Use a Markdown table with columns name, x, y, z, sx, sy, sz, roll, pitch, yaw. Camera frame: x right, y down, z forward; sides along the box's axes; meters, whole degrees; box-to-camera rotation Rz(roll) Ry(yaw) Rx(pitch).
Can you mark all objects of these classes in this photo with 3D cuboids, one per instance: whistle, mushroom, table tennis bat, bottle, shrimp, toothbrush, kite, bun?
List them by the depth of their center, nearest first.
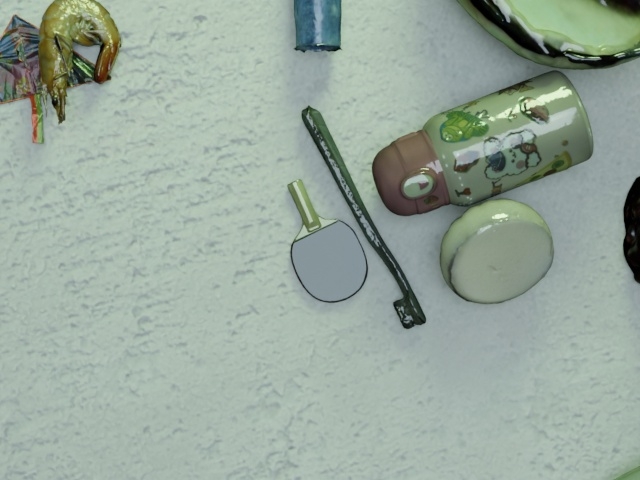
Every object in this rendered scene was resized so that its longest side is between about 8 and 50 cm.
| name | x | y | z | sx | sy | sz | roll | pitch | yaw |
| --- | --- | --- | --- | --- | --- | --- | --- | --- | --- |
| bottle | 0.185 | -0.105 | 1.752 | 0.253 | 0.120 | 0.120 | -22 | 91 | -3 |
| mushroom | 0.262 | -0.339 | 1.761 | 0.344 | 0.130 | 0.247 | 39 | 72 | -3 |
| bun | 0.202 | 0.001 | 1.765 | 0.138 | 0.094 | 0.138 | -9 | 132 | -10 |
| shrimp | -0.288 | -0.214 | 1.768 | 0.095 | 0.045 | 0.162 | 5 | 77 | -27 |
| whistle | -0.006 | -0.378 | 1.773 | 0.062 | 0.062 | 0.304 | -1 | 89 | -3 |
| kite | -0.348 | -0.194 | 1.780 | 0.190 | 0.010 | 0.159 | -15 | 91 | -2 |
| toothbrush | 0.049 | -0.028 | 1.789 | 0.031 | 0.030 | 0.297 | -27 | 91 | 7 |
| table tennis bat | 0.000 | 0.000 | 1.794 | 0.087 | 0.013 | 0.156 | -24 | 91 | -2 |

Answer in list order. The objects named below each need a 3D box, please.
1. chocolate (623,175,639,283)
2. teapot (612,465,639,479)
| name | x | y | z | sx | sy | sz | roll | pitch | yaw |
| --- | --- | --- | --- | --- | --- | --- | --- | --- | --- |
| chocolate | 0.481 | -0.009 | 1.739 | 0.224 | 0.177 | 0.206 | -28 | 91 | -1 |
| teapot | 0.482 | 0.208 | 1.749 | 0.318 | 0.149 | 0.220 | -13 | 98 | -4 |
